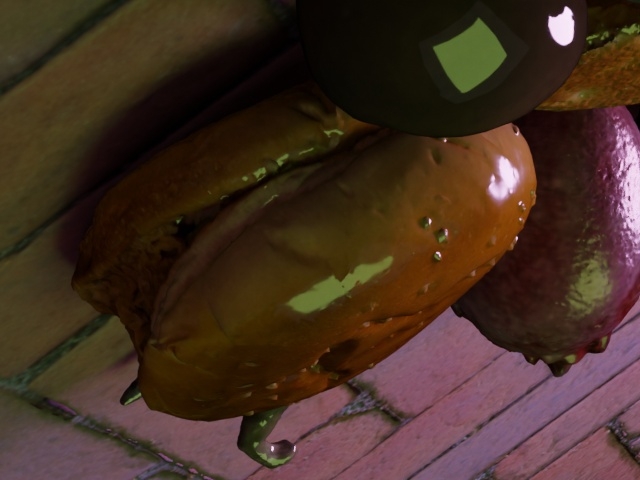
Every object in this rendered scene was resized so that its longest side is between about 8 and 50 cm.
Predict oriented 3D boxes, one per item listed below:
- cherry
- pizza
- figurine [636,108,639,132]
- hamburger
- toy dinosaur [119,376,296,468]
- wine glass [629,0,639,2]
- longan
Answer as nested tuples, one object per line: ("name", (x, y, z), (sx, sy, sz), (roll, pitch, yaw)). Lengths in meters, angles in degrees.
("cherry", (0.179, -0.026, 1.517), (0.192, 0.175, 0.249), (-45, 150, -46))
("pizza", (0.229, -0.148, 1.349), (0.292, 0.058, 0.197), (-8, 161, -32))
("figurine", (0.369, -0.074, 1.706), (0.308, 0.143, 0.308), (-25, 155, -13))
("hamburger", (0.000, 0.000, 1.323), (0.314, 0.170, 0.290), (-26, 168, -20))
("toy dinosaur", (-0.015, 0.050, 1.527), (0.294, 0.077, 0.162), (-50, 135, -1))
("wine glass", (-0.064, -0.148, 0.859), (0.406, 0.267, 0.267), (-26, 156, -11))
("longan", (0.069, -0.143, 1.152), (0.189, 0.189, 0.189), (-29, 157, -14))
